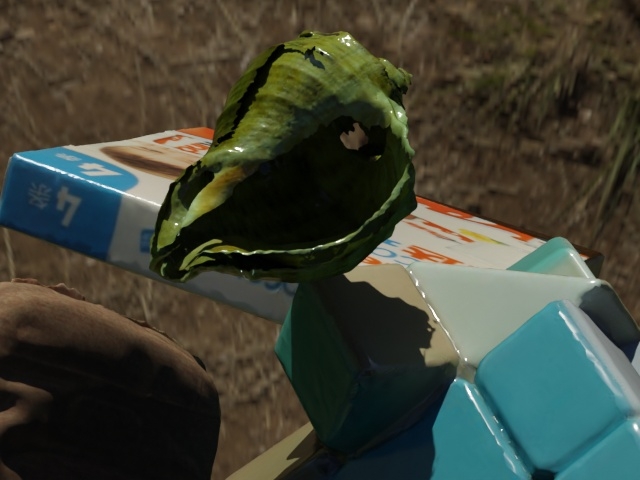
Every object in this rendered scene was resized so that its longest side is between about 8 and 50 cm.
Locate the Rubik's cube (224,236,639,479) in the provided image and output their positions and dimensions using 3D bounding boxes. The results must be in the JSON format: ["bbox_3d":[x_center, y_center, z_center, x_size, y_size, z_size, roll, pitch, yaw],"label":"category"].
[{"bbox_3d":[0.076,0.106,0.757,0.265,0.224,0.213,-38,49,11],"label":"Rubik's cube"}]

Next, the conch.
[{"bbox_3d":[-0.006,-0.024,0.675,0.121,0.074,0.089,-41,32,-28],"label":"conch"}]

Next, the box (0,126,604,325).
[{"bbox_3d":[0.000,0.000,1.088,0.273,0.265,0.048,19,103,16],"label":"box"}]

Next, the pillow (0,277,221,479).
[{"bbox_3d":[-0.078,0.120,0.591,0.034,0.135,0.211,-5,69,35],"label":"pillow"}]
